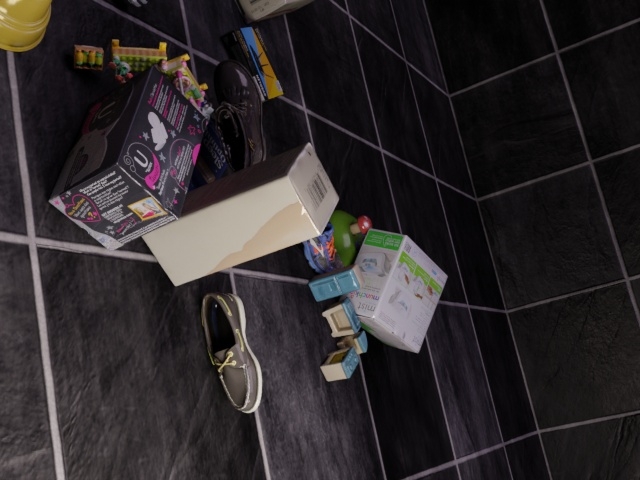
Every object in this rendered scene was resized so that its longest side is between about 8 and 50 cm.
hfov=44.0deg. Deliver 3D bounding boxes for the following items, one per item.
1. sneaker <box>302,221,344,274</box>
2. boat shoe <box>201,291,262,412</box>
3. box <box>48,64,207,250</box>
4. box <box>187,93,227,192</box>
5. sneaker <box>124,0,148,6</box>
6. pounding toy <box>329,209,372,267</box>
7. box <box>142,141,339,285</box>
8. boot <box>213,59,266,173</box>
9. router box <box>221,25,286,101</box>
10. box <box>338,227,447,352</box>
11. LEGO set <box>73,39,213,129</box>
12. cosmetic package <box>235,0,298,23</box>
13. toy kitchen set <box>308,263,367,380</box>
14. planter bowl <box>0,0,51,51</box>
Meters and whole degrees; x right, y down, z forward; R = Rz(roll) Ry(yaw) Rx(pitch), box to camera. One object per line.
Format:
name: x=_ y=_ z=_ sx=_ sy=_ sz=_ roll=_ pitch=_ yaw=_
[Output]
sneaker: x=0.000 y=0.000 z=1.893 sx=0.221 sy=0.087 sz=0.083 roll=55 pitch=31 yaw=-29
boat shoe: x=-0.168 y=0.202 z=1.441 sx=0.068 sy=0.081 sz=0.228 roll=18 pitch=50 yaw=-56
box: x=-0.309 y=-0.136 z=1.288 sx=0.142 sy=0.163 sz=0.247 roll=47 pitch=34 yaw=-35
box: x=-0.242 y=-0.188 z=1.604 sx=0.136 sy=0.036 sz=0.225 roll=58 pitch=30 yaw=-26
sneaker: x=-0.406 y=-0.549 z=1.504 sx=0.224 sy=0.083 sz=0.098 roll=56 pitch=6 yaw=-33
pounding toy: x=0.105 y=0.020 z=2.061 sx=0.183 sy=0.110 sz=0.237 roll=13 pitch=61 yaw=-60
box: x=-0.140 y=-0.044 z=1.386 sx=0.121 sy=0.311 sz=0.148 roll=61 pitch=28 yaw=-20
boot: x=-0.166 y=-0.246 z=1.564 sx=0.229 sy=0.091 sz=0.263 roll=-30 pitch=104 yaw=-85
router box: x=-0.159 y=-0.422 z=1.910 sx=0.179 sy=0.046 sz=0.133 roll=67 pitch=26 yaw=-9
box: x=0.192 y=0.133 z=2.036 sx=0.262 sy=0.126 sz=0.231 roll=39 pitch=70 yaw=-48
LEGO set: x=-0.290 y=-0.266 z=1.398 sx=0.287 sy=0.132 sz=0.107 roll=28 pitch=38 yaw=-46
cosmetic package: x=-0.116 y=-0.673 z=2.071 sx=0.153 sy=0.129 sz=0.296 roll=65 pitch=27 yaw=-10
toy kitchen set: x=0.049 y=0.188 z=1.822 sx=0.207 sy=0.122 sz=0.166 roll=65 pitch=26 yaw=-11
planter bowl: x=-0.478 y=-0.411 z=1.224 sx=0.217 sy=0.090 sz=0.217 roll=42 pitch=38 yaw=-45
